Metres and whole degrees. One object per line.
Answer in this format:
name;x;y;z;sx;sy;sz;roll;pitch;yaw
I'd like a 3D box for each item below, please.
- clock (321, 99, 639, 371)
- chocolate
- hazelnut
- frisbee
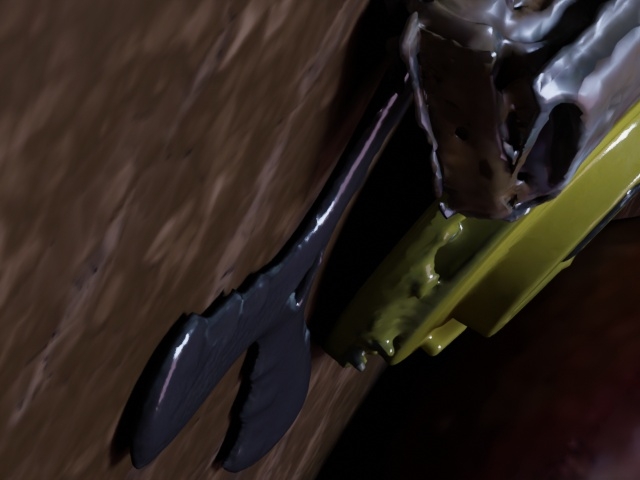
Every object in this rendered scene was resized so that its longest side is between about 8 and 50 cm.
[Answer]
clock;0.097;-0.024;0.799;0.237;0.057;0.237;-45;174;-6
chocolate;0.143;-0.128;0.659;0.329;0.065;0.102;-43;145;-28
hazelnut;0.164;0.190;1.111;0.421;0.353;0.421;-21;141;-18
frisbee;0.000;0.000;0.658;0.187;0.012;0.211;-61;169;2
